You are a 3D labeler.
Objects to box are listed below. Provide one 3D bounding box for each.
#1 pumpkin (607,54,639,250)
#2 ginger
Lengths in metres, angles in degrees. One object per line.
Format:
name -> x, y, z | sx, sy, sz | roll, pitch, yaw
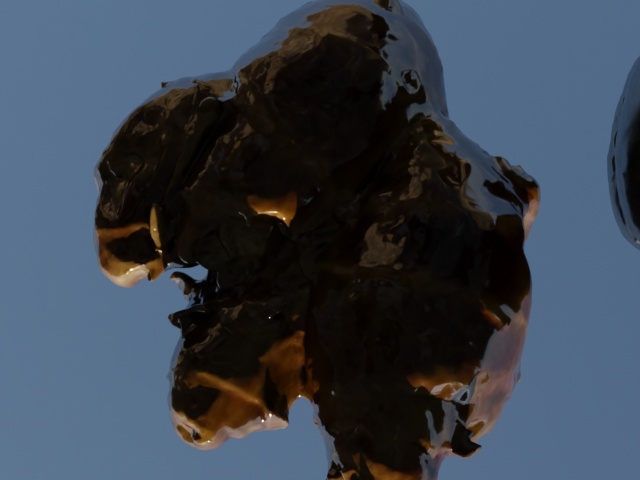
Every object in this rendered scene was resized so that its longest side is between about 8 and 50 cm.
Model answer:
pumpkin -> 0.335, -0.083, 1.162 | 0.295, 0.296, 0.296 | -5, -102, 23
ginger -> 0.008, 0.008, 1.173 | 0.274, 0.152, 0.358 | -20, -109, -23
